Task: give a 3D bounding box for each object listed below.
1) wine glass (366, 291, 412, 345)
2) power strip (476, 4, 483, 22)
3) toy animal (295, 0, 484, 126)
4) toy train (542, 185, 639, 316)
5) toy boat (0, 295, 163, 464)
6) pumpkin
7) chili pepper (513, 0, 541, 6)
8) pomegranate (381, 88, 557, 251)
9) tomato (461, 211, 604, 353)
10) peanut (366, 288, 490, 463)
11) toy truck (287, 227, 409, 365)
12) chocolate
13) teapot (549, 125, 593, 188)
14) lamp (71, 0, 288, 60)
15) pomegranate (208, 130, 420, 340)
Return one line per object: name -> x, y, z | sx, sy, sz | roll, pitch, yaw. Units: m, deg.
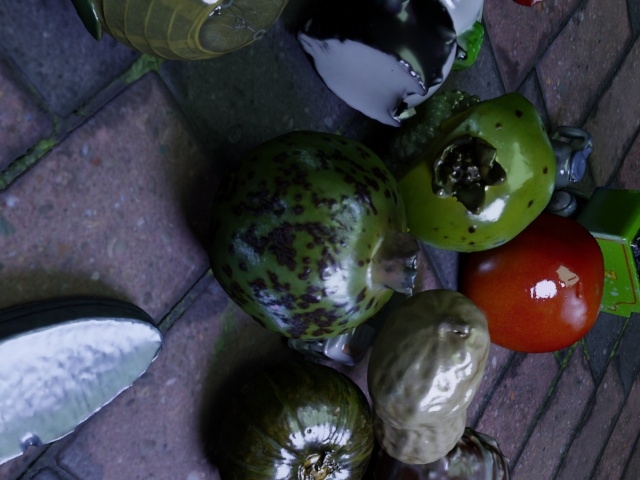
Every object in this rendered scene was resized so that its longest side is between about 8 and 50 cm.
wine glass -> 0.144, 0.139, 1.000 | 0.197, 0.165, 0.164 | 31, 76, -36
power strip -> 0.212, -0.398, 1.045 | 0.192, 0.035, 0.081 | 10, 90, -46
toy animal -> 0.121, -0.302, 0.851 | 0.266, 0.213, 0.212 | -53, 130, -16
toy train -> 0.609, 0.020, 1.372 | 0.173, 0.249, 0.307 | -50, 129, -24
toy boat -> -0.284, 0.129, 0.615 | 0.283, 0.078, 0.127 | -19, 107, -41
pumpkin -> -0.033, 0.265, 0.836 | 0.224, 0.157, 0.223 | -7, 107, -25
chili pepper -> 0.293, -0.515, 1.037 | 0.338, 0.131, 0.134 | 8, 82, -44
pomegranate -> 0.211, -0.099, 0.909 | 0.340, 0.261, 0.260 | -49, 137, -71
tomato -> 0.422, 0.076, 1.210 | 0.299, 0.226, 0.298 | -6, 98, -43
peanut -> 0.132, 0.198, 0.855 | 0.159, 0.143, 0.291 | -13, 133, -21
toy truck -> 0.043, 0.067, 0.904 | 0.098, 0.114, 0.226 | 32, 75, -44
chocolate -> 0.213, 0.416, 1.074 | 0.340, 0.225, 0.210 | 24, 73, -48
teapot -> 0.520, -0.170, 1.344 | 0.149, 0.108, 0.111 | -36, 123, -35
lamp -> -0.139, -0.311, 0.581 | 0.250, 0.250, 0.284 | -22, 74, -41
pomegranate -> 0.000, 0.000, 0.744 | 0.254, 0.271, 0.254 | -40, 141, -44
